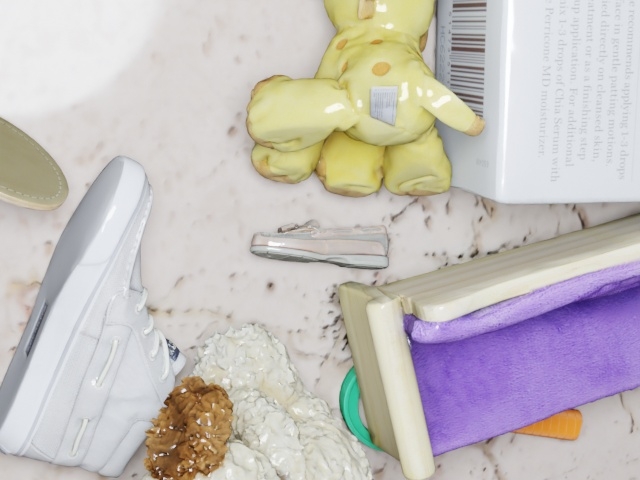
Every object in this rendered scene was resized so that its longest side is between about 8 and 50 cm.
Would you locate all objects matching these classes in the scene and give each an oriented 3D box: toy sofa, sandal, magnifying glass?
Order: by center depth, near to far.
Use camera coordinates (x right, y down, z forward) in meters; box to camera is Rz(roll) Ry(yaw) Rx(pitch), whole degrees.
[{"bbox_3d":[-0.313,-0.068,0.964,0.240,0.088,0.079,28,123,-11],"label":"sandal"},{"bbox_3d":[0.212,0.073,1.050,0.362,0.177,0.150,-15,101,-17],"label":"toy sofa"},{"bbox_3d":[0.128,0.152,1.138,0.231,0.026,0.092,10,97,-15],"label":"magnifying glass"}]

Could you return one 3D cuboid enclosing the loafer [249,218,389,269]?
[{"bbox_3d":[0.000,0.000,1.068,0.125,0.045,0.039,7,81,-23],"label":"loafer"}]

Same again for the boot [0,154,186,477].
[{"bbox_3d":[-0.162,0.066,1.016,0.123,0.095,0.258,21,102,-24],"label":"boot"}]

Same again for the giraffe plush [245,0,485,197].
[{"bbox_3d":[0.038,-0.148,0.997,0.181,0.210,0.170,10,68,-13],"label":"giraffe plush"}]

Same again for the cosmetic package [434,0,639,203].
[{"bbox_3d":[0.330,-0.155,1.062,0.453,0.161,0.230,-1,99,-15],"label":"cosmetic package"}]

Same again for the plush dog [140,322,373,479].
[{"bbox_3d":[-0.058,0.213,0.964,0.225,0.210,0.262,-7,106,-54],"label":"plush dog"}]
